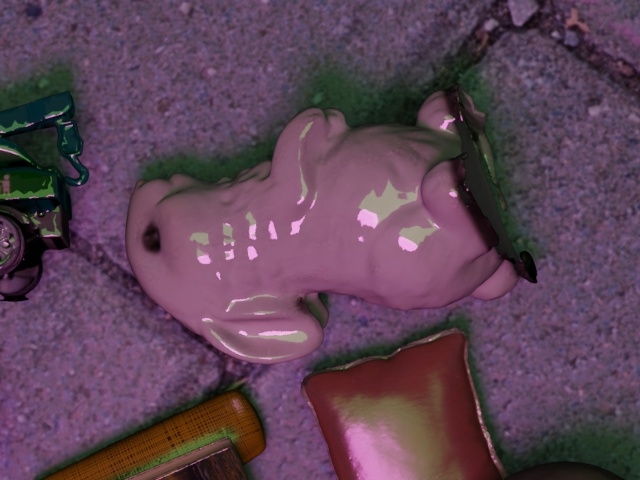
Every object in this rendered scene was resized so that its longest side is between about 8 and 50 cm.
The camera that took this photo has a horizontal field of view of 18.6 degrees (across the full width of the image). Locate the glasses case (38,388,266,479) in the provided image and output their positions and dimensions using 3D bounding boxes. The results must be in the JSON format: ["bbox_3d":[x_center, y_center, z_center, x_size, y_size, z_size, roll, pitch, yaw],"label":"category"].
[{"bbox_3d":[-0.164,0.220,1.866,0.234,0.064,0.079,-26,84,-1],"label":"glasses case"}]

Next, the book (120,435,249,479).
[{"bbox_3d":[-0.165,0.288,1.847,0.228,0.024,0.160,-23,125,-2],"label":"book"}]

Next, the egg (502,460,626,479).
[{"bbox_3d":[0.211,0.376,1.777,0.258,0.258,0.352,12,93,-1],"label":"egg"}]

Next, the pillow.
[{"bbox_3d":[0.082,0.190,1.866,0.171,0.075,0.179,-17,90,-2],"label":"pillow"}]

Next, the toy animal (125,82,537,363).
[{"bbox_3d":[0.000,0.000,1.829,0.357,0.194,0.258,-19,114,14],"label":"toy animal"}]

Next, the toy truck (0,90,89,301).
[{"bbox_3d":[-0.393,-0.030,1.809,0.363,0.176,0.178,-7,80,-2],"label":"toy truck"}]
